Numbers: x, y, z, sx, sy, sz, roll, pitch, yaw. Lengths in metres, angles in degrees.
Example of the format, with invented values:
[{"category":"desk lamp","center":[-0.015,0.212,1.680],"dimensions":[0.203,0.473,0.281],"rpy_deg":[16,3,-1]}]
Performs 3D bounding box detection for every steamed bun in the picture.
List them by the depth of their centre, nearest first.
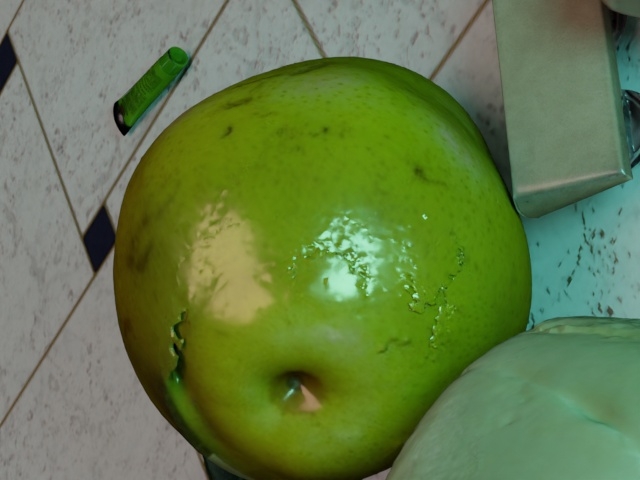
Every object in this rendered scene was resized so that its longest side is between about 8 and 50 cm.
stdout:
[{"category":"steamed bun","center":[0.159,0.171,0.898],"dimensions":[0.290,0.272,0.273],"rpy_deg":[-3,80,49]}]

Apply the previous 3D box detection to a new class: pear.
[{"category":"pear","center":[0.008,0.011,1.136],"dimensions":[0.285,0.336,0.285],"rpy_deg":[8,111,22]}]

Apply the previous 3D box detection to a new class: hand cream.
[{"category":"hand cream","center":[-0.166,-0.145,1.599],"dimensions":[0.122,0.023,0.036],"rpy_deg":[-39,65,44]}]

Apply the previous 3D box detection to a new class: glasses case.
[{"category":"glasses case","center":[0.176,-0.112,1.112],"dimensions":[0.102,0.070,0.193],"rpy_deg":[-13,68,22]}]

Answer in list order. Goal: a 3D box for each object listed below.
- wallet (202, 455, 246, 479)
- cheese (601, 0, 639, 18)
[{"category":"wallet","center":[-0.019,0.122,1.327],"dimensions":[0.236,0.055,0.160],"rpy_deg":[-33,64,45]},{"category":"cheese","center":[0.214,-0.259,1.038],"dimensions":[0.177,0.128,0.203],"rpy_deg":[51,127,48]}]
